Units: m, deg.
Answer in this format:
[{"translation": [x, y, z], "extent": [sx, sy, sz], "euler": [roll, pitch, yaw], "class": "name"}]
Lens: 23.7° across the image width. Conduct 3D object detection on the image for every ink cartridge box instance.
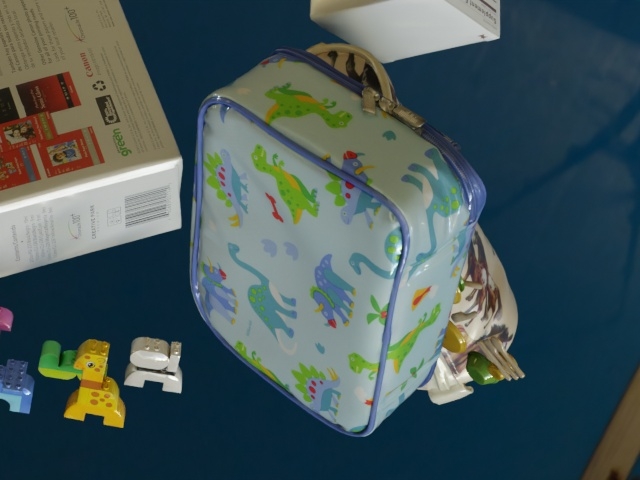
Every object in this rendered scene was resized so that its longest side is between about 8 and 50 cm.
[{"translation": [-0.312, -0.133, 1.505], "extent": [0.272, 0.130, 0.309], "euler": [-15, -118, -15], "class": "ink cartridge box"}]

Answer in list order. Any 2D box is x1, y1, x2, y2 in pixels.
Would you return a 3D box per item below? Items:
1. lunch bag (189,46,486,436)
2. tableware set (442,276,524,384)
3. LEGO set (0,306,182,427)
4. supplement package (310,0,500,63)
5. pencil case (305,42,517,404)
[{"translation": [0.000, 0.000, 0.939], "extent": [0.176, 0.219, 0.090], "euler": [33, -130, 24], "class": "lunch bag"}, {"translation": [0.121, 0.064, 1.352], "extent": [0.024, 0.104, 0.154], "euler": [-41, -85, -23], "class": "tableware set"}, {"translation": [-0.236, 0.111, 1.431], "extent": [0.227, 0.093, 0.087], "euler": [10, -139, -10], "class": "LEGO set"}, {"translation": [0.083, -0.312, 1.452], "extent": [0.139, 0.134, 0.244], "euler": [-9, -108, 33], "class": "supplement package"}, {"translation": [0.065, 0.001, 1.472], "extent": [0.160, 0.410, 0.183], "euler": [-5, -123, 24], "class": "pencil case"}]
